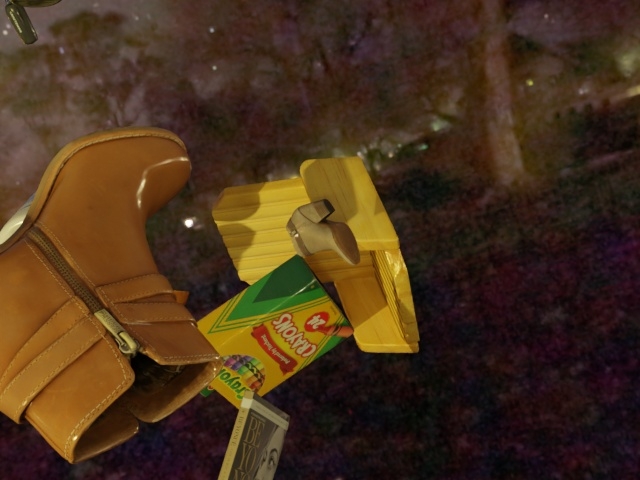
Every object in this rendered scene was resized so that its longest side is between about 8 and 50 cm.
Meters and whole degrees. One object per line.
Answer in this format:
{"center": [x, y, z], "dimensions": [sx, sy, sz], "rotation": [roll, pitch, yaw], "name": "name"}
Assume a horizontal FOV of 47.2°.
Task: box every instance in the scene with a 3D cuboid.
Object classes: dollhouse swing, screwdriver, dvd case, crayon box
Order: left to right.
{"center": [-0.383, -0.314, 0.869], "dimensions": [0.025, 0.170, 0.024], "rotation": [14, 45, 40], "name": "screwdriver"}
{"center": [-0.100, 0.328, 0.988], "dimensions": [0.018, 0.221, 0.164], "rotation": [8, -22, 20], "name": "dvd case"}
{"center": [-0.115, 0.186, 1.335], "dimensions": [0.318, 0.202, 0.081], "rotation": [-35, 49, 1], "name": "crayon box"}
{"center": [-0.014, 0.060, 1.405], "dimensions": [0.305, 0.347, 0.315], "rotation": [-18, 48, -2], "name": "dollhouse swing"}

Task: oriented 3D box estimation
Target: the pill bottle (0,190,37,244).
{"center": [-0.399, -0.028, 1.181], "dimensions": [0.152, 0.152, 0.272], "rotation": [-17, 25, 9], "name": "pill bottle"}

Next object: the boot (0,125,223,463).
{"center": [-0.150, 0.022, 0.557], "dimensions": [0.220, 0.109, 0.283], "rotation": [32, 38, 23], "name": "boot"}

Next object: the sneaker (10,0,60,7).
{"center": [-0.288, -0.342, 0.774], "dimensions": [0.083, 0.118, 0.222], "rotation": [-12, 1, -43], "name": "sneaker"}

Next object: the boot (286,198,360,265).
{"center": [0.000, 0.000, 1.046], "dimensions": [0.042, 0.118, 0.087], "rotation": [-9, -23, -49], "name": "boot"}

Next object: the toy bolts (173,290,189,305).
{"center": [-0.373, 0.050, 1.492], "dimensions": [0.218, 0.158, 0.228], "rotation": [3, -6, -8], "name": "toy bolts"}
